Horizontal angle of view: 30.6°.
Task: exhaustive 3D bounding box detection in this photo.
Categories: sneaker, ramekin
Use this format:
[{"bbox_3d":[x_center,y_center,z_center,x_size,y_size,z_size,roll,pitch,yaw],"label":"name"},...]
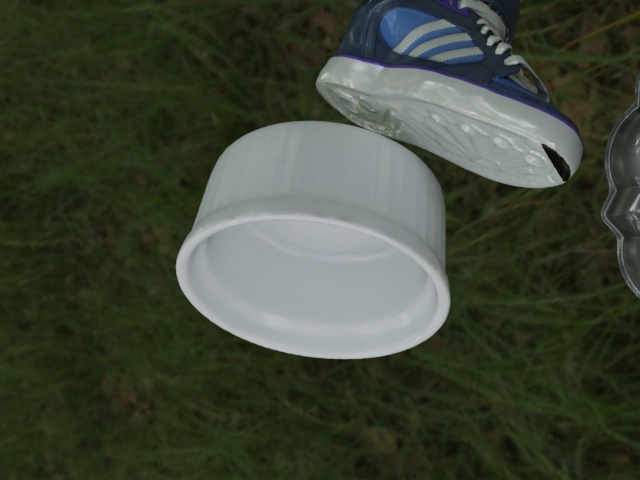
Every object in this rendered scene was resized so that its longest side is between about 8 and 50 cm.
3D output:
[{"bbox_3d":[0.164,-0.199,1.147,0.323,0.236,0.130,23,162,43],"label":"sneaker"},{"bbox_3d":[0.000,0.000,1.205,0.277,0.135,0.277,6,147,4],"label":"ramekin"}]

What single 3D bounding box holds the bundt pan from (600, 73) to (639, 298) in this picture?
[{"bbox_3d":[0.394,-0.044,0.943,0.331,0.124,0.330,0,91,14],"label":"bundt pan"}]
